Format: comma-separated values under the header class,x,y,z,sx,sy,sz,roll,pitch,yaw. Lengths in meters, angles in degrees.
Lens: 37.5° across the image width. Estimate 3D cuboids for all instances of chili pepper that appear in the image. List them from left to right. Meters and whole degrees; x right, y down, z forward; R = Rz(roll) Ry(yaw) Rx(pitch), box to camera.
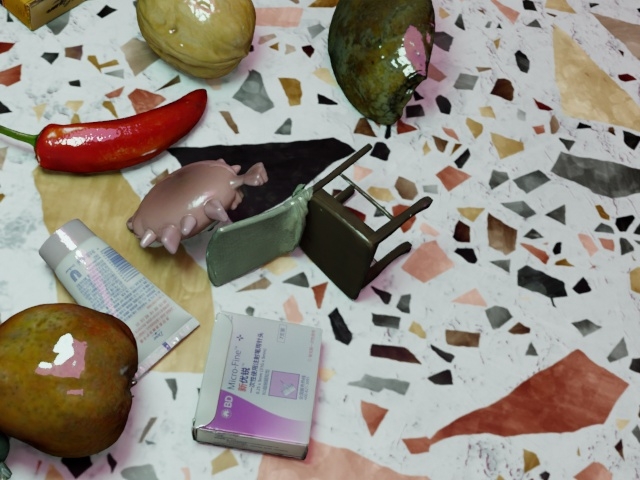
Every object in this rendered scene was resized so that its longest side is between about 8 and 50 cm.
class,x,y,z,sx,sy,sz,roll,pitch,yaw
chili pepper,-0.341,-0.175,1.574,0.369,0.091,0.137,-12,43,-26

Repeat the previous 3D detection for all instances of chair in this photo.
class,x,y,z,sx,sy,sz,roll,pitch,yaw
chair,0.000,0.000,1.483,0.319,0.160,0.186,-35,69,-31

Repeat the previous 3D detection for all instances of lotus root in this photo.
class,x,y,z,sx,sy,sz,roll,pitch,yaw
lotus root,0.105,-0.381,1.740,0.142,0.210,0.314,13,43,-18

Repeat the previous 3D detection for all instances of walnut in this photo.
class,x,y,z,sx,sy,sz,roll,pitch,yaw
walnut,-0.215,-0.391,1.657,0.222,0.195,0.195,38,59,8

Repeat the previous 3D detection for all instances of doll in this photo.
class,x,y,z,sx,sy,sz,roll,pitch,yaw
doll,-0.197,-0.063,1.463,0.262,0.093,0.211,-21,28,18

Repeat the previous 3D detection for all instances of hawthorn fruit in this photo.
class,x,y,z,sx,sy,sz,roll,pitch,yaw
hawthorn fruit,-0.370,0.179,1.266,0.248,0.208,0.208,10,57,-6

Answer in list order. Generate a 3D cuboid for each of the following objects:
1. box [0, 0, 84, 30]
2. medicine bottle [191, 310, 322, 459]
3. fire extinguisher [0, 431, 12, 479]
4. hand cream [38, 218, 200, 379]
class,x,y,z,sx,sy,sz,roll,pitch,yaw
box,-0.551,-0.505,1.735,0.237,0.070,0.152,40,59,16
medicine bottle,-0.090,0.213,1.394,0.171,0.052,0.201,12,55,-4
fire extinguisher,-0.503,0.232,1.259,0.095,0.114,0.311,-37,73,-17
hand cream,-0.309,0.078,1.424,0.248,0.083,0.133,47,61,5
